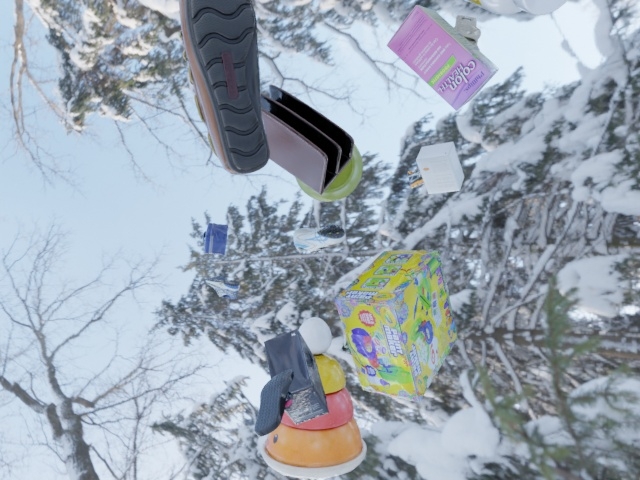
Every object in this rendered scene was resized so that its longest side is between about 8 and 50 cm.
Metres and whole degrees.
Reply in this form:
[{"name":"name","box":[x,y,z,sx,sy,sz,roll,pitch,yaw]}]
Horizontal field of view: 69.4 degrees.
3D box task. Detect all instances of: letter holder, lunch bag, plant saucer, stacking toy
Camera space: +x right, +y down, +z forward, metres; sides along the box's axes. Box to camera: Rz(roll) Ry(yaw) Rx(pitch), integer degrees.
[{"name":"letter holder","box":[-0.068,-0.306,1.271,0.302,0.214,0.152,36,-109,10]},{"name":"lunch bag","box":[-0.290,-0.007,1.268,0.065,0.098,0.067,7,-62,-13]},{"name":"plant saucer","box":[0.025,-0.254,1.580,0.241,0.037,0.241,0,-91,6]},{"name":"stacking toy","box":[-0.023,0.497,1.551,0.350,0.350,0.480,1,-92,-38]}]

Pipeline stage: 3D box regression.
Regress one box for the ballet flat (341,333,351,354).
[{"name":"ballet flat","box":[0.121,0.309,1.586,0.070,0.070,0.188,10,-76,-37]}]

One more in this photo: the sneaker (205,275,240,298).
[{"name":"sneaker","box":[-0.301,0.147,1.405,0.052,0.135,0.058,-15,-68,-49]}]

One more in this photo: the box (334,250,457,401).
[{"name":"box","box":[0.216,0.215,1.243,0.279,0.177,0.290,-37,-62,-46]}]

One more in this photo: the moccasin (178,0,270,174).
[{"name":"moccasin","box":[-0.177,-0.314,0.843,0.139,0.147,0.380,-25,-61,-23]}]

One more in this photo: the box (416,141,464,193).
[{"name":"box","box":[0.464,-0.277,1.784,0.170,0.130,0.091,61,-137,-34]}]

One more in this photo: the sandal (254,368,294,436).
[{"name":"sandal","box":[-0.081,0.304,0.858,0.040,0.067,0.179,57,-165,-14]}]

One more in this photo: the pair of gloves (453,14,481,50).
[{"name":"pair of gloves","box":[0.408,-0.695,1.534,0.240,0.042,0.204,7,-131,1]}]

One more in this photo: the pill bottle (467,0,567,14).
[{"name":"pill bottle","box":[0.343,-0.563,0.905,0.188,0.334,0.188,-16,-46,-16]}]

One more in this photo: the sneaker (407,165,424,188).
[{"name":"sneaker","box":[0.480,-0.316,2.092,0.084,0.215,0.083,-16,-101,-51]}]

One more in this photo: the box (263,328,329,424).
[{"name":"box","box":[-0.057,0.325,1.103,0.093,0.156,0.158,-21,-45,1]}]

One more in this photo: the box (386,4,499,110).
[{"name":"box","box":[0.321,-0.470,1.190,0.243,0.117,0.213,43,-148,3]}]

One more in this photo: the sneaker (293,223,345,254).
[{"name":"sneaker","box":[0.000,0.000,1.445,0.085,0.237,0.086,-24,-77,-34]}]
